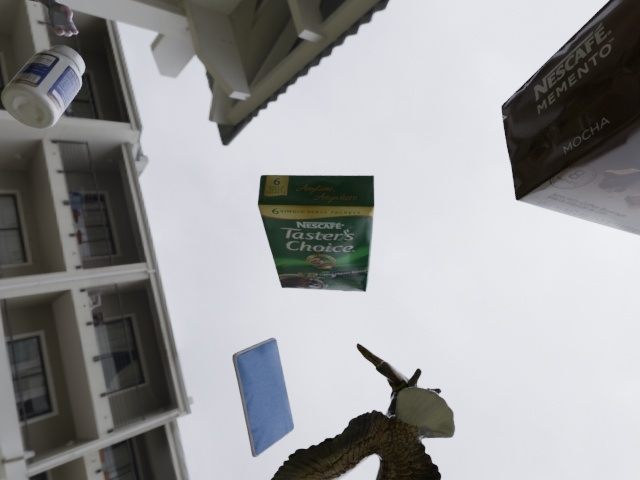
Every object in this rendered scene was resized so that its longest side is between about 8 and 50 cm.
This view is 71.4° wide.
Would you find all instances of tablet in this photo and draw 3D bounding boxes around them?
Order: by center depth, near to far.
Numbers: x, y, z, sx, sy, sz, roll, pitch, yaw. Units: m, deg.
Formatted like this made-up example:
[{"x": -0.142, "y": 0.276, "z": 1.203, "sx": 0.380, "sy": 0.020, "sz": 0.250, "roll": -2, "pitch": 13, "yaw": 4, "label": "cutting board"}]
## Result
[{"x": -0.047, "y": 0.128, "z": 0.372, "sx": 0.006, "sy": 0.054, "sz": 0.083, "roll": -12, "pitch": -92, "yaw": 34, "label": "tablet"}]

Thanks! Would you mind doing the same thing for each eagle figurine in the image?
[{"x": 0.092, "y": 0.363, "z": 0.739, "sx": 0.226, "sy": 0.298, "sz": 0.225, "roll": 13, "pitch": -34, "yaw": 45, "label": "eagle figurine"}]

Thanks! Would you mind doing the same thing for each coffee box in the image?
[{"x": 0.341, "y": -0.087, "z": 0.396, "sx": 0.168, "sy": 0.297, "sz": 0.119, "roll": 131, "pitch": -32, "yaw": -58, "label": "coffee box"}, {"x": 0.000, "y": 0.000, "z": 0.486, "sx": 0.184, "sy": 0.113, "sz": 0.040, "roll": 87, "pitch": 6, "yaw": -58, "label": "coffee box"}]

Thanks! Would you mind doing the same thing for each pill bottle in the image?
[{"x": -0.372, "y": -0.214, "z": 0.609, "sx": 0.067, "sy": 0.067, "sz": 0.120, "roll": -36, "pitch": -144, "yaw": 40, "label": "pill bottle"}]

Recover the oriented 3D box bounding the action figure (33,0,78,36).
[{"x": -0.498, "y": -0.464, "z": 0.652, "sx": 0.275, "sy": 0.370, "sz": 0.248, "roll": 31, "pitch": -61, "yaw": 33, "label": "action figure"}]
